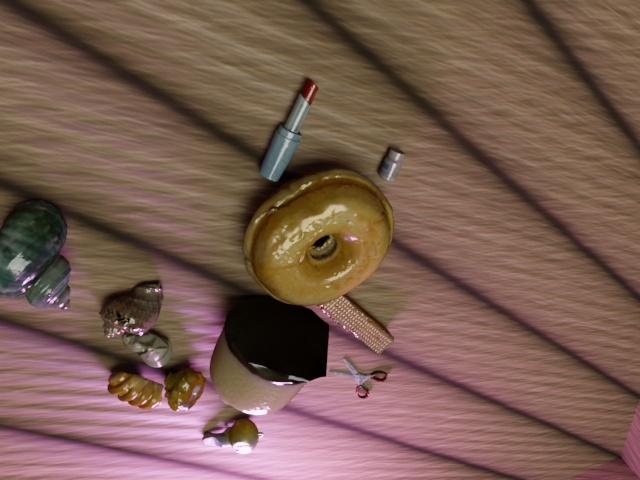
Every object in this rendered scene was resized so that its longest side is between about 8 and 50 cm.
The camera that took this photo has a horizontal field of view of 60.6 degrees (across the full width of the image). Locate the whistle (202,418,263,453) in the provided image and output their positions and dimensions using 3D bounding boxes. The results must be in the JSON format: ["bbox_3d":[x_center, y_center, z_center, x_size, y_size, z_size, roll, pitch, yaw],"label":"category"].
[{"bbox_3d":[-0.311,0.696,1.959,0.223,0.123,0.123,-6,127,7],"label":"whistle"}]

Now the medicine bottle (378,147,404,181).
[{"bbox_3d":[0.204,-0.217,1.569,0.052,0.052,0.089,8,118,-27],"label":"medicine bottle"}]

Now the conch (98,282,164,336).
[{"bbox_3d":[-0.522,0.198,1.541,0.207,0.130,0.155,-48,165,-14],"label":"conch"}]

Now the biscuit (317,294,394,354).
[{"bbox_3d":[0.119,0.268,1.861,0.094,0.054,0.378,-43,127,8],"label":"biscuit"}]

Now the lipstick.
[{"bbox_3d":[-0.076,-0.283,1.403,0.068,0.061,0.274,17,114,-29],"label":"lipstick"}]

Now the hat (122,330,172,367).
[{"bbox_3d":[-0.512,0.334,1.638,0.122,0.081,0.166,-14,136,-10],"label":"hat"}]

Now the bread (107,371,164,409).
[{"bbox_3d":[-0.567,0.458,1.672,0.119,0.084,0.177,-16,138,43],"label":"bread"}]

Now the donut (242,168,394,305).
[{"bbox_3d":[0.000,0.000,1.540,0.448,0.198,0.449,-10,125,-15],"label":"donut"}]

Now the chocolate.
[{"bbox_3d":[-0.164,0.368,1.658,0.326,0.314,0.297,15,122,-8],"label":"chocolate"}]

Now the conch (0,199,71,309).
[{"bbox_3d":[-0.694,0.054,1.321,0.220,0.195,0.277,-34,107,-34],"label":"conch"}]

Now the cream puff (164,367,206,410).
[{"bbox_3d":[-0.440,0.461,1.729,0.146,0.116,0.146,-44,146,-41],"label":"cream puff"}]

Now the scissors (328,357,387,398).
[{"bbox_3d":[0.138,0.512,2.059,0.144,0.017,0.247,-46,126,11],"label":"scissors"}]
